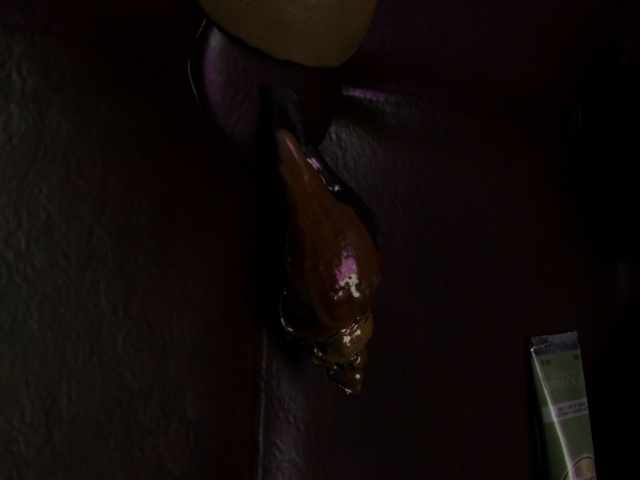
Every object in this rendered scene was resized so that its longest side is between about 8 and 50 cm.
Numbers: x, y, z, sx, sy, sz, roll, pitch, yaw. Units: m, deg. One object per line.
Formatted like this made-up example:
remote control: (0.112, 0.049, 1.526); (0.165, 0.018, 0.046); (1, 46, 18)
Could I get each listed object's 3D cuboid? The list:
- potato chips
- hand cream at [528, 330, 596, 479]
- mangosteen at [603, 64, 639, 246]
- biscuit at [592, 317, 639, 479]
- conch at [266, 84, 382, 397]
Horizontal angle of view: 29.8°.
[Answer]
potato chips: (-0.014, -0.222, 0.892); (0.195, 0.062, 0.208); (-48, 121, -36)
hand cream: (0.242, 0.209, 1.181); (0.086, 0.055, 0.235); (-1, 85, -49)
mangosteen: (0.435, -0.087, 1.216); (0.302, 0.275, 0.275); (-26, 110, -41)
biscuit: (0.422, 0.245, 1.340); (0.407, 0.091, 0.407); (0, 89, -45)
conch: (0.006, 0.002, 0.906); (0.086, 0.080, 0.232); (6, 86, -54)
